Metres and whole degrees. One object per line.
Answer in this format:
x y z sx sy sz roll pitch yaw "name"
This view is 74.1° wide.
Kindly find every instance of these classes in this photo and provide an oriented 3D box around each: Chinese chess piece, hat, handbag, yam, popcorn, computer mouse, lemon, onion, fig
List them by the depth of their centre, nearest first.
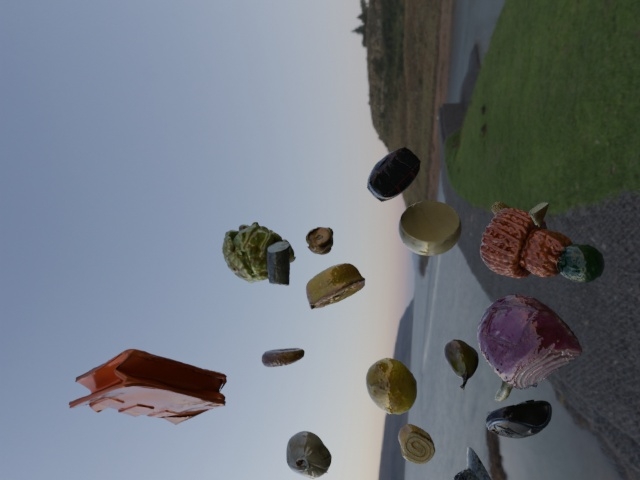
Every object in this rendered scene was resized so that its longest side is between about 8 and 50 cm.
0.540 0.277 1.185 0.111 0.247 0.250 2 -46 -41 "onion"
-0.528 0.483 1.366 0.410 0.303 0.116 37 -145 -45 "handbag"
0.650 0.585 1.372 0.137 0.233 0.096 106 154 -46 "computer mouse"
0.812 0.020 1.538 0.285 0.400 0.285 -8 -78 -43 "hat"
0.582 0.938 1.611 0.265 0.128 0.266 157 90 -83 "hat"
0.285 -0.258 1.690 0.215 0.155 0.169 -45 -6 -1 "handbag"
0.442 -0.050 1.723 0.097 0.250 0.251 76 -159 -46 "Chinese chess piece"
-0.170 0.102 1.733 0.107 0.107 0.183 -38 -52 -73 "yam"
0.330 0.676 1.978 0.288 0.233 0.233 57 -153 -18 "lemon"
0.672 0.591 2.007 0.145 0.170 0.274 -43 16 31 "fig"
-0.321 0.063 2.069 0.279 0.335 0.274 -27 -40 -49 "popcorn"

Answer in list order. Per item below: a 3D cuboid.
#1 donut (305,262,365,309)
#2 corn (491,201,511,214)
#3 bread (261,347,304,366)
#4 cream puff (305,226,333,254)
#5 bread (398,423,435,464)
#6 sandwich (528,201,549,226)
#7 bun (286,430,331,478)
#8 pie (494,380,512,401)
0.038 0.122 1.160 0.075 0.174 0.190 61 -164 17 "donut"
0.821 -0.092 1.816 0.068 0.207 0.068 -52 -3 -4 "corn"
-0.154 0.480 1.747 0.193 0.193 0.064 27 -126 -76 "bread"
0.000 0.000 1.816 0.104 0.119 0.133 88 -154 -49 "cream puff"
0.368 0.791 1.635 0.122 0.149 0.073 -57 9 3 "bread"
0.666 -0.082 1.307 0.031 0.044 0.083 -95 11 -63 "sandwich"
-0.050 0.789 1.541 0.113 0.173 0.167 -6 -92 -65 "bun"
0.972 0.659 2.135 0.339 0.077 0.339 -39 -40 -43 "pie"
